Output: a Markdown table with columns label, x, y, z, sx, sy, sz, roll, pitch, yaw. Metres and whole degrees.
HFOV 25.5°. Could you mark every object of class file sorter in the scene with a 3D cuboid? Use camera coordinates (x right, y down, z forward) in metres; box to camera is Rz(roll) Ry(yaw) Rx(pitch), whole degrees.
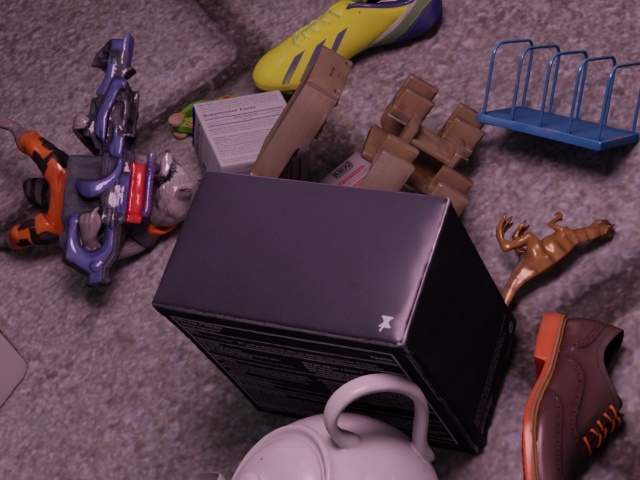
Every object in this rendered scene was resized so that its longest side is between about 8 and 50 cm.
| label | x | y | z | sx | sy | sz | roll | pitch | yaw |
| --- | --- | --- | --- | --- | --- | --- | --- | --- | --- |
| file sorter | 0.302 | -0.184 | 1.755 | 0.170 | 0.104 | 0.118 | 17 | 18 | 32 |

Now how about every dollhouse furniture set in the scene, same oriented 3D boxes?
| label | x | y | z | sx | sy | sz | roll | pitch | yaw |
| --- | --- | --- | --- | --- | --- | --- | --- | --- | --- |
| dollhouse furniture set | 0.061 | -0.099 | 1.742 | 0.242 | 0.161 | 0.212 | 30 | 34 | -7 |

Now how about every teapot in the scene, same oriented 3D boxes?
| label | x | y | z | sx | sy | sz | roll | pitch | yaw |
| --- | --- | --- | --- | --- | --- | --- | --- | --- | --- |
| teapot | -0.008 | 0.275 | 1.445 | 0.253 | 0.187 | 0.256 | -10 | 57 | 44 |

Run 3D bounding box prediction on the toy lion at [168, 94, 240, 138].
| label | x | y | z | sx | sy | sz | roll | pitch | yaw |
| --- | --- | --- | --- | --- | --- | --- | --- | --- | --- |
| toy lion | -0.152 | -0.176 | 2.016 | 0.100 | 0.034 | 0.096 | 22 | 57 | 34 |

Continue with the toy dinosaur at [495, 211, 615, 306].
| label | x | y | z | sx | sy | sz | roll | pitch | yaw |
| --- | --- | --- | --- | --- | --- | --- | --- | --- | --- |
| toy dinosaur | 0.253 | 0.022 | 1.672 | 0.211 | 0.064 | 0.112 | -39 | 51 | -10 |

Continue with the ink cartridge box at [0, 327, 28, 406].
| label | x | y | z | sx | sy | sz | roll | pitch | yaw |
| --- | --- | --- | --- | --- | --- | --- | --- | --- | --- |
| ink cartridge box | -0.572 | 0.167 | 1.844 | 0.306 | 0.131 | 0.226 | 16 | 61 | 33 |

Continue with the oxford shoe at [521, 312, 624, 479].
| label | x | y | z | sx | sy | sz | roll | pitch | yaw |
| --- | --- | --- | --- | --- | --- | --- | --- | --- | --- |
| oxford shoe | 0.272 | 0.192 | 1.510 | 0.098 | 0.097 | 0.271 | 3 | 54 | 17 |

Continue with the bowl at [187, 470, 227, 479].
| label | x | y | z | sx | sy | sz | roll | pitch | yaw |
| --- | --- | --- | --- | --- | --- | --- | --- | --- | --- |
| bowl | -0.146 | 0.327 | 1.563 | 0.142 | 0.053 | 0.142 | -52 | 9 | -20 |

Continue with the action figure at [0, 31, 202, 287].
| label | x | y | z | sx | sy | sz | roll | pitch | yaw |
| --- | --- | --- | --- | --- | --- | --- | --- | --- | --- |
| action figure | -0.306 | -0.103 | 1.928 | 0.330 | 0.178 | 0.341 | 9 | 82 | 22 |

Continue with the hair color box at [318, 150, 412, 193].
| label | x | y | z | sx | sy | sz | roll | pitch | yaw |
| --- | --- | --- | --- | --- | --- | --- | --- | --- | --- |
| hair color box | 0.069 | -0.049 | 1.815 | 0.072 | 0.043 | 0.141 | -39 | 51 | -11 |

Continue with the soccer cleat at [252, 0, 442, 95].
| label | x | y | z | sx | sy | sz | roll | pitch | yaw |
| --- | --- | --- | --- | --- | --- | --- | --- | --- | --- |
| soccer cleat | 0.030 | -0.300 | 1.978 | 0.289 | 0.121 | 0.093 | -23 | 49 | 4 |

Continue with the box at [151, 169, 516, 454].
| label | x | y | z | sx | sy | sz | roll | pitch | yaw |
| --- | --- | --- | --- | --- | --- | --- | --- | --- | --- |
| box | 0.027 | 0.078 | 1.549 | 0.296 | 0.294 | 0.182 | 8 | 66 | 26 |

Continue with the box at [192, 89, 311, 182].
| label | x | y | z | sx | sy | sz | roll | pitch | yaw |
| --- | --- | --- | --- | --- | --- | --- | --- | --- | --- |
| box | -0.095 | -0.127 | 1.899 | 0.126 | 0.072 | 0.137 | -11 | 46 | -16 |
